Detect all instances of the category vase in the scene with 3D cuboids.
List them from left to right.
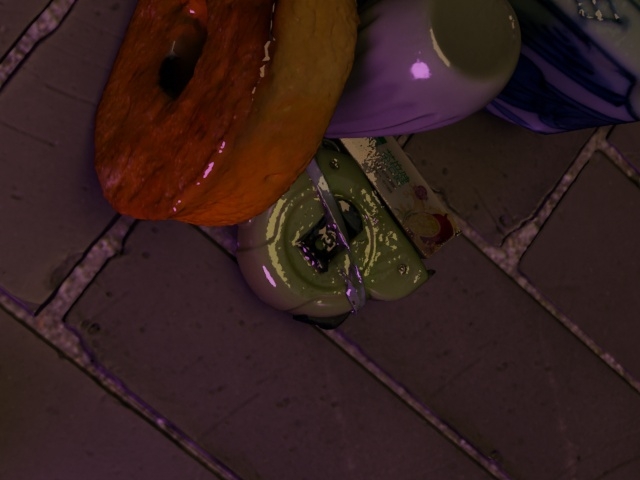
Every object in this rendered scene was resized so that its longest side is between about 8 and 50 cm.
[{"bbox_3d":[0.061,-0.147,1.426,0.128,0.248,0.128,7,76,-29],"label":"vase"}]

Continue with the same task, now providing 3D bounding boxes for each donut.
[{"bbox_3d":[-0.077,-0.149,1.402,0.110,0.303,0.303,19,82,-33],"label":"donut"}]

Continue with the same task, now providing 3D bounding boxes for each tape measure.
[{"bbox_3d":[0.000,0.000,1.530,0.154,0.087,0.177,-37,101,-18],"label":"tape measure"}]

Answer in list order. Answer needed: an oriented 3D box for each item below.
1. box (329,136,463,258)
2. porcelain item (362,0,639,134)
[{"bbox_3d":[0.055,-0.075,1.578,0.050,0.041,0.207,-40,104,-14],"label":"box"},{"bbox_3d":[0.186,-0.228,1.502,0.281,0.286,0.157,40,73,-20],"label":"porcelain item"}]
